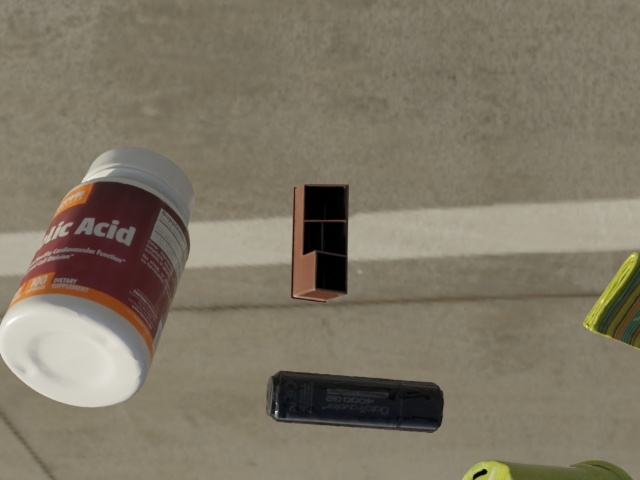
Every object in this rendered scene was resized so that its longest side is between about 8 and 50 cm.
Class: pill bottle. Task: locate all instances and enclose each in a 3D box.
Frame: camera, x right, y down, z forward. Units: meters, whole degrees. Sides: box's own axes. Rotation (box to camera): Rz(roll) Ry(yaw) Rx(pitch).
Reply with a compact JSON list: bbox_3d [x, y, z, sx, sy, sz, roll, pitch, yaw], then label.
[{"bbox_3d":[-0.331,0.043,1.602,0.224,0.392,0.224,5,133,6],"label":"pill bottle"}]

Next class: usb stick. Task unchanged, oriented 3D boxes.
[{"bbox_3d":[0.056,0.241,1.525,0.278,0.077,0.045,7,172,-18],"label":"usb stick"}]

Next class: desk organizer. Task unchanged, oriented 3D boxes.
[{"bbox_3d":[0.000,0.000,1.140,0.047,0.130,0.050,10,162,-30],"label":"desk organizer"}]

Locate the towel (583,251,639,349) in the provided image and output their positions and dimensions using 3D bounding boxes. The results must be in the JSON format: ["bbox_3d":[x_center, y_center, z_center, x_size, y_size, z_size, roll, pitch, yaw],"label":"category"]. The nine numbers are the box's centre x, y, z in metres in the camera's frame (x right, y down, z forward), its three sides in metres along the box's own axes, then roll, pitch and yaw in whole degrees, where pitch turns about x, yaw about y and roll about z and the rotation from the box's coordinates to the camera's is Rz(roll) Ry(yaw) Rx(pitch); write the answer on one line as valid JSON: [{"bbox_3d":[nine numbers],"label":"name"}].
[{"bbox_3d":[0.413,0.095,1.144,0.237,0.021,0.102,22,111,-21],"label":"towel"}]

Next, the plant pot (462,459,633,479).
[{"bbox_3d":[0.377,0.493,1.778,0.253,0.276,0.276,20,140,-25],"label":"plant pot"}]
